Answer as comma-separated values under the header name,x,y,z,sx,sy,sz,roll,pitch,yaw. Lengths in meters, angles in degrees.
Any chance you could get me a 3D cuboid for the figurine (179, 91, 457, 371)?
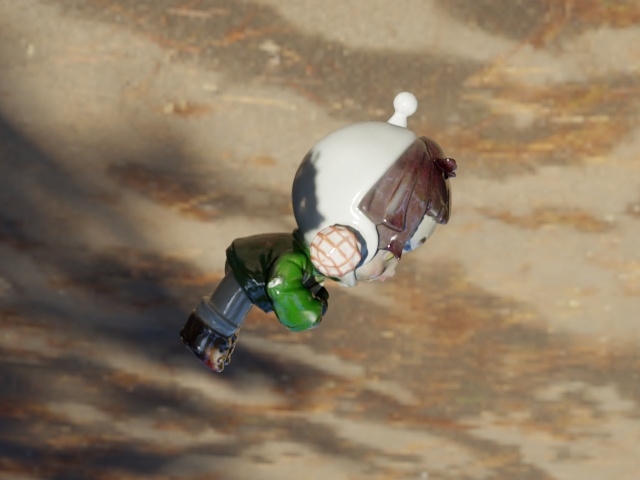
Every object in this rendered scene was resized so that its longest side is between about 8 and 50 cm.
name,x,y,z,sx,sy,sz,roll,pitch,yaw
figurine,0.000,0.000,1.608,0.370,0.167,0.281,-42,178,9
